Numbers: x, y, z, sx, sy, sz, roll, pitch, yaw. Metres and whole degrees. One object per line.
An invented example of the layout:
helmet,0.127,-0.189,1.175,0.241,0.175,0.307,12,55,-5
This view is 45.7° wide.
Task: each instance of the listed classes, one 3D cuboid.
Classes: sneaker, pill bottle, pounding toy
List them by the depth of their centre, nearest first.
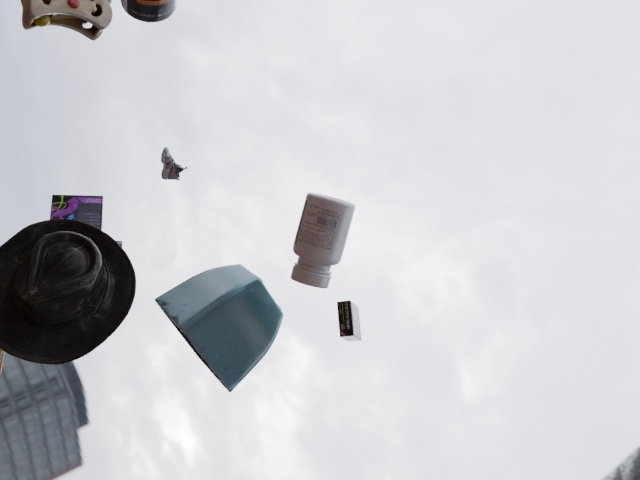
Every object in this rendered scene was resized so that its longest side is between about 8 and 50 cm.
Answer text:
pill bottle,-0.377,-0.612,1.677,0.130,0.130,0.245,55,-26,18
pill bottle,0.000,0.000,1.956,0.131,0.131,0.229,21,-82,46
pounding toy,-0.643,-0.580,1.957,0.155,0.269,0.154,-22,-89,50
sneaker,-0.396,-0.208,2.067,0.069,0.038,0.098,8,-53,1

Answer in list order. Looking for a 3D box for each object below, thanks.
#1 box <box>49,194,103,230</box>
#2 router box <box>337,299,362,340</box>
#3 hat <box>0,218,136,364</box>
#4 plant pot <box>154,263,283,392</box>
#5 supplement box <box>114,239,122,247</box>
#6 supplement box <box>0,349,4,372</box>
box,-0.556,-0.039,1.730,0.029,0.116,0.162,107,-22,-47
router box,0.076,0.212,1.985,0.122,0.038,0.092,47,37,-71
hat,-0.532,0.080,1.544,0.331,0.331,0.134,60,-29,12
plant pot,-0.253,0.206,2.067,0.247,0.252,0.247,26,-29,58
supplement box,-0.634,0.116,2.164,0.073,0.130,0.239,130,-40,-55
supplement box,-0.742,0.215,1.669,0.078,0.080,0.233,49,-48,23
